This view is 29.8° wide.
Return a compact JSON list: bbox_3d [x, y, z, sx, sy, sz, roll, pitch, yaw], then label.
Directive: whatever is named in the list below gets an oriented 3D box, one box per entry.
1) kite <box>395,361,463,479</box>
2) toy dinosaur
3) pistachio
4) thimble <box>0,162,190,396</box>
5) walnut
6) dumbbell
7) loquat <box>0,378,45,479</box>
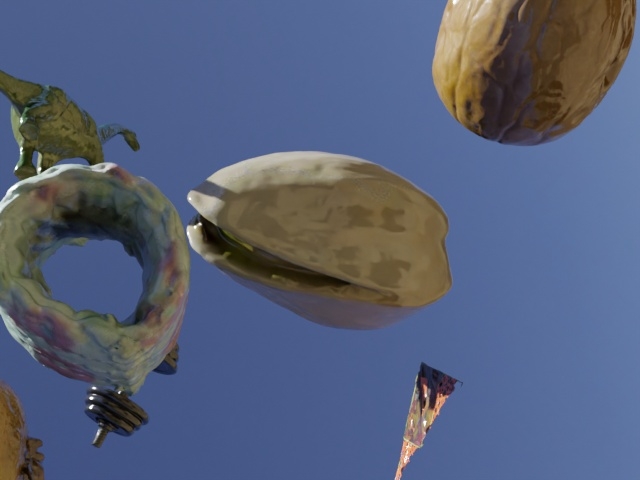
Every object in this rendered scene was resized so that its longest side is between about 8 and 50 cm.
[{"bbox_3d":[0.117,0.186,1.378,0.125,0.008,0.222,-85,14,-48],"label":"kite"},{"bbox_3d":[-0.343,-0.186,1.593,0.447,0.087,0.301,61,-161,-45],"label":"toy dinosaur"},{"bbox_3d":[0.000,0.000,1.411,0.226,0.332,0.208,-94,24,-59],"label":"pistachio"},{"bbox_3d":[-0.215,0.039,1.146,0.211,0.185,0.149,62,164,16],"label":"thimble"},{"bbox_3d":[0.185,-0.178,1.037,0.167,0.167,0.207,-54,-12,-56],"label":"walnut"},{"bbox_3d":[-0.258,0.190,1.647,0.099,0.099,0.208,50,-122,-43],"label":"dumbbell"},{"bbox_3d":[-0.491,0.291,1.557,0.275,0.275,0.275,35,-131,-54],"label":"loquat"}]
